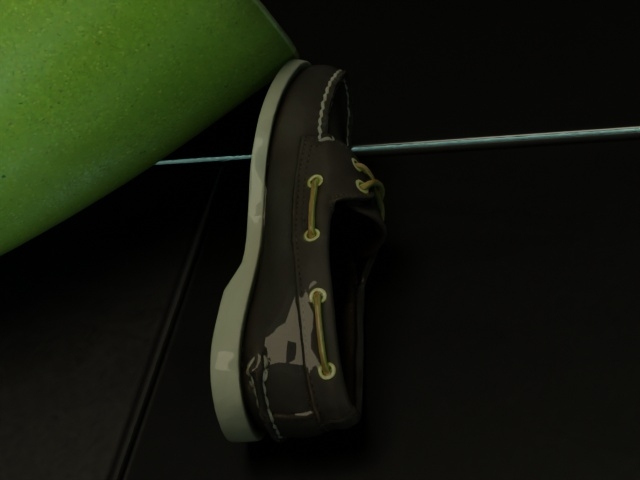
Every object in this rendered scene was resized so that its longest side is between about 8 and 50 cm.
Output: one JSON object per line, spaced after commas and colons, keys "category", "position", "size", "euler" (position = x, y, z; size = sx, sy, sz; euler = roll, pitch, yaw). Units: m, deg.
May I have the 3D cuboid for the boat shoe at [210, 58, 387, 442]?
{"category": "boat shoe", "position": [0.000, 0.000, 0.902], "size": [0.068, 0.081, 0.228], "euler": [-3, 53, 16]}

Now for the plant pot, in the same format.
{"category": "plant pot", "position": [-0.211, -0.098, 0.982], "size": [0.293, 0.275, 0.275], "euler": [-44, 44, 1]}
